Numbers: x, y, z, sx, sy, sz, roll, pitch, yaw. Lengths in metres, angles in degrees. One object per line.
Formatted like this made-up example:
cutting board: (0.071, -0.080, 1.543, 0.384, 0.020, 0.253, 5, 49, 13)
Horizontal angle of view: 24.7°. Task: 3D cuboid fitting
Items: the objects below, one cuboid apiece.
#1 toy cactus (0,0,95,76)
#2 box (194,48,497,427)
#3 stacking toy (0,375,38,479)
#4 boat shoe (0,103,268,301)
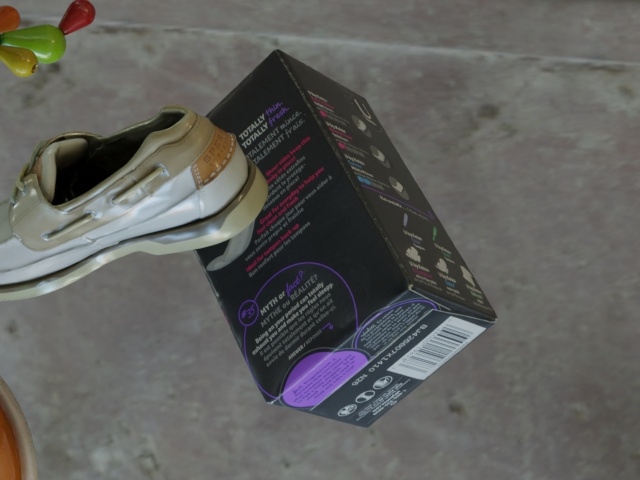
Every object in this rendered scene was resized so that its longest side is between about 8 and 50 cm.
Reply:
toy cactus: (-0.276, -0.167, 1.027, 0.180, 0.219, 0.112, -51, 46, 1)
box: (0.000, 0.000, 1.251, 0.165, 0.143, 0.270, -41, 57, 20)
stacking toy: (-0.437, 0.271, 1.250, 0.350, 0.480, 0.350, -1, 100, -5)
boat shoe: (-0.193, -0.036, 1.172, 0.302, 0.113, 0.103, -16, 128, 25)
